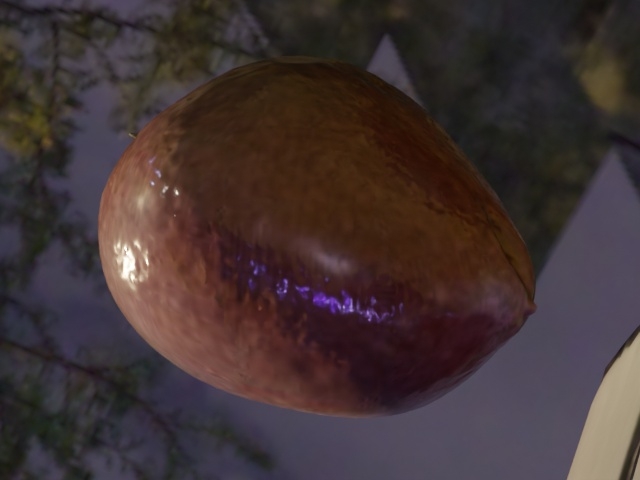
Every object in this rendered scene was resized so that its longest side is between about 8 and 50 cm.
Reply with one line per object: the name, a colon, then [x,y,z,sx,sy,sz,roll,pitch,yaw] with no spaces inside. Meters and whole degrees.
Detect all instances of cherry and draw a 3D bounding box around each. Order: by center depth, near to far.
cherry: [0.000,0.000,1.007,0.307,0.221,0.261,25,-153,24]

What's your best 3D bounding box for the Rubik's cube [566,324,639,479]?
Rubik's cube: [0.192,0.153,0.300,0.305,0.301,0.303,21,-115,1]
